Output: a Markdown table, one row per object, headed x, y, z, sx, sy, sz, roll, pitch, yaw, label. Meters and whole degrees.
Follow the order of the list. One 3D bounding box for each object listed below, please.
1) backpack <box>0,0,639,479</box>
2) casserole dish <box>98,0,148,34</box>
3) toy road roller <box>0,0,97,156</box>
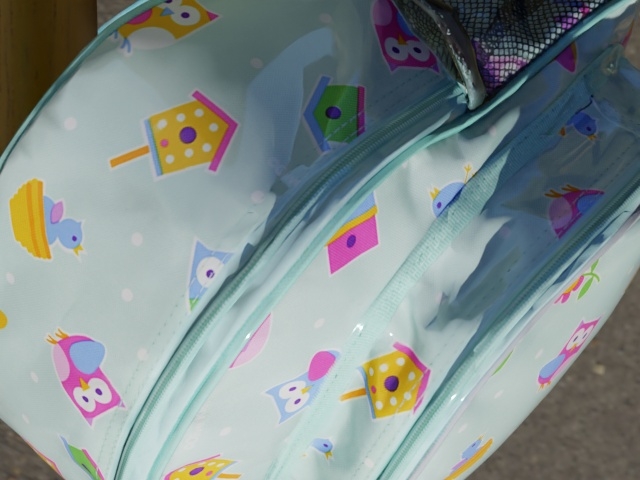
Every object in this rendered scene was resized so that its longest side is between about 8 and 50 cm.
| x | y | z | sx | sy | sz | roll | pitch | yaw | label |
| --- | --- | --- | --- | --- | --- | --- | --- | --- | --- |
| 0.000 | 0.000 | 0.405 | 0.188 | 0.144 | 0.166 | -27 | 157 | -39 | backpack |
| -0.016 | -0.118 | 0.665 | 0.114 | 0.188 | 0.037 | -30 | 95 | -52 | casserole dish |
| -0.178 | -0.022 | 0.552 | 0.329 | 0.240 | 0.202 | 34 | 55 | -77 | toy road roller |
